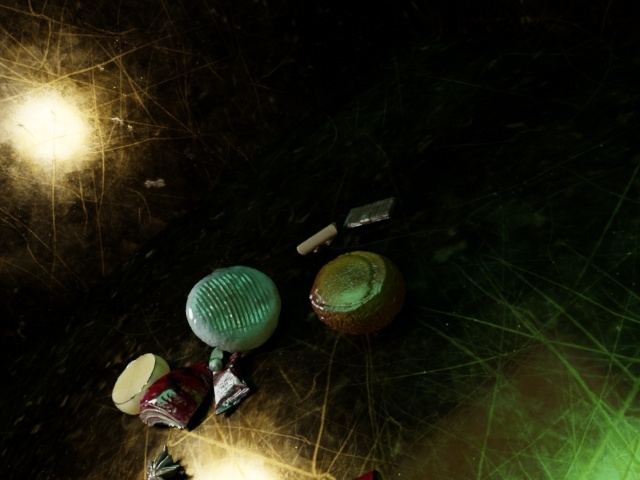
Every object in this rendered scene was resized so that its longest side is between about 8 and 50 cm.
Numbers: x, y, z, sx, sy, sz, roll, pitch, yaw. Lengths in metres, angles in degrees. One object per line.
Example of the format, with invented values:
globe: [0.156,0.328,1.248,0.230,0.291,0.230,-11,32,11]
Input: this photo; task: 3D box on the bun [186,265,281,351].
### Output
bun: [-0.333,0.268,1.799,0.362,0.362,0.211,-63,2,-35]

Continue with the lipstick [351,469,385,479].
lipstick: [0.047,0.630,1.122,0.241,0.080,0.080,-30,32,15]

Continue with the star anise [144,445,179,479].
star anise: [-0.546,0.797,1.558,0.182,0.065,0.195,-50,36,-9]

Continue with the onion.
onion: [-0.573,0.573,1.804,0.314,0.146,0.280,-21,31,35]

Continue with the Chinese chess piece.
Chinese chess piece: [-0.763,0.610,1.994,0.257,0.104,0.257,-28,33,20]

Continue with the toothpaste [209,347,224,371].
toothpaste: [-0.402,0.456,1.819,0.078,0.047,0.248,-43,10,-4]

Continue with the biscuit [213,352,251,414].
biscuit: [-0.333,0.510,1.707,0.151,0.063,0.235,-44,33,8]

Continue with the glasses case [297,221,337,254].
glasses case: [0.000,0.000,2.033,0.193,0.070,0.102,-33,3,14]

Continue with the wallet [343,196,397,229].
wallet: [0.207,-0.113,1.966,0.230,0.042,0.124,-12,37,37]

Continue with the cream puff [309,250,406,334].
cream puff: [0.131,0.178,1.506,0.303,0.212,0.303,-19,38,16]
